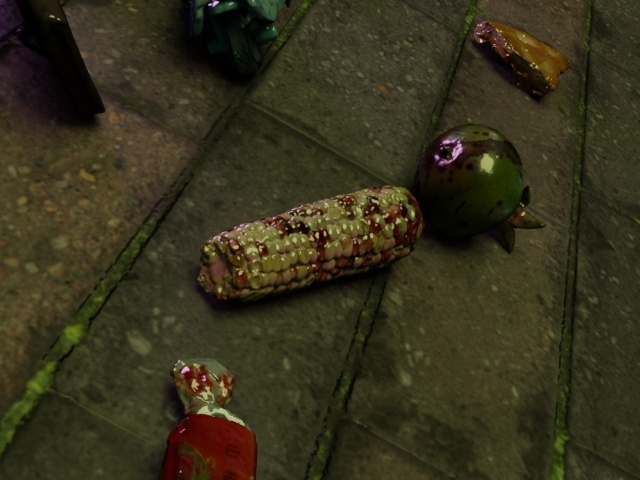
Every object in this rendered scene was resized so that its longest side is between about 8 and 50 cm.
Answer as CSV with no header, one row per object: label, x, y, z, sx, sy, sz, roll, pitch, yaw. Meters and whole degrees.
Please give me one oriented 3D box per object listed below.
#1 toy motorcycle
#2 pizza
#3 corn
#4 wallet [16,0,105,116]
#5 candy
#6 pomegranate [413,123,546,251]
toy motorcycle,-0.118,-0.349,1.104,0.154,0.206,0.260,-13,48,7
pizza,0.362,-0.303,1.460,0.182,0.062,0.161,11,38,-31
corn,0.000,0.000,0.900,0.280,0.092,0.092,-14,59,-40
wallet,-0.315,-0.279,0.923,0.042,0.165,0.310,-23,63,-15
candy,-0.093,0.214,0.656,0.086,0.059,0.292,21,43,-19
pomegranate,0.202,-0.071,1.070,0.169,0.148,0.149,10,45,-34
